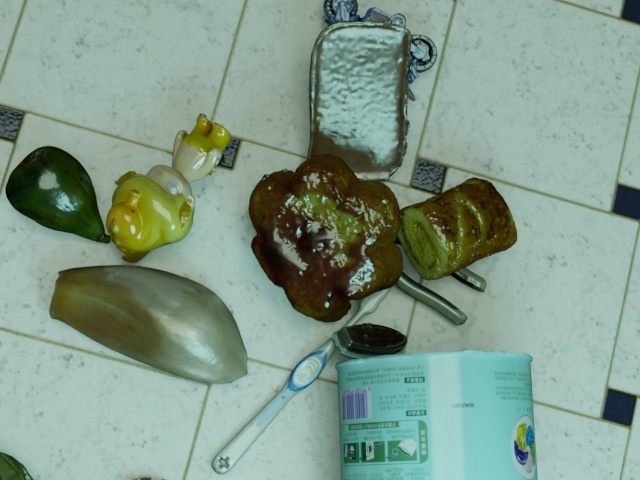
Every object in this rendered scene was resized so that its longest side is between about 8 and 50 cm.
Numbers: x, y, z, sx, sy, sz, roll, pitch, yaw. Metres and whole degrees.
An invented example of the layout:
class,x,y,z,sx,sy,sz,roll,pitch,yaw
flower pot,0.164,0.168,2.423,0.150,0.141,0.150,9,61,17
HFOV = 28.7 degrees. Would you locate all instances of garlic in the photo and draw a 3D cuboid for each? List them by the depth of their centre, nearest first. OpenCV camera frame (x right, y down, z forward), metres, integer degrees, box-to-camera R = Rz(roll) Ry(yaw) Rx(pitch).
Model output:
class,x,y,z,sx,sy,sz,roll,pitch,yaw
garlic,-0.248,0.110,1.854,0.318,0.112,0.143,19,80,7

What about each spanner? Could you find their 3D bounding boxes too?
class,x,y,z,sx,sy,sz,roll,pitch,yaw
spanner,0.106,0.012,1.946,0.325,0.040,0.095,35,76,-2

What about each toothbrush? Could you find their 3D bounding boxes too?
class,x,y,z,sx,sy,sz,roll,pitch,yaw
toothbrush,-0.026,0.204,1.891,0.040,0.040,0.386,43,77,1

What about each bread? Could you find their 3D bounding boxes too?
class,x,y,z,sx,sy,sz,roll,pitch,yaw
bread,0.006,-0.012,1.856,0.232,0.135,0.247,-33,89,15
bread,0.206,-0.022,1.908,0.172,0.103,0.132,-21,78,-40

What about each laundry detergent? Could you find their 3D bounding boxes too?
class,x,y,z,sx,sy,sz,roll,pitch,yaw
laundry detergent,0.166,0.321,1.772,0.287,0.287,0.305,0,80,-8

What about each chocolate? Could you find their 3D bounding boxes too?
class,x,y,z,sx,sy,sz,roll,pitch,yaw
chocolate,0.057,-0.218,1.934,0.161,0.083,0.261,4,108,-5

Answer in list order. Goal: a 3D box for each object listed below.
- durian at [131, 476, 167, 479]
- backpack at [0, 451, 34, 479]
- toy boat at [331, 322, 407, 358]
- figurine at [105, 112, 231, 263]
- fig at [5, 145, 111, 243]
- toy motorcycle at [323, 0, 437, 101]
class,x,y,z,sx,sy,sz,roll,pitch,yaw
durian,-0.257,0.410,1.806,0.110,0.071,0.140,35,82,-1
backpack,-0.460,0.422,1.742,0.207,0.140,0.253,-25,77,-13
toy boat,0.073,0.161,1.894,0.140,0.066,0.059,4,50,-38
figurine,-0.227,-0.077,1.873,0.156,0.131,0.246,31,76,34
fig,-0.378,-0.057,1.860,0.177,0.117,0.117,45,77,-9
toy motorcycle,0.084,-0.311,1.988,0.205,0.076,0.114,30,86,-4
